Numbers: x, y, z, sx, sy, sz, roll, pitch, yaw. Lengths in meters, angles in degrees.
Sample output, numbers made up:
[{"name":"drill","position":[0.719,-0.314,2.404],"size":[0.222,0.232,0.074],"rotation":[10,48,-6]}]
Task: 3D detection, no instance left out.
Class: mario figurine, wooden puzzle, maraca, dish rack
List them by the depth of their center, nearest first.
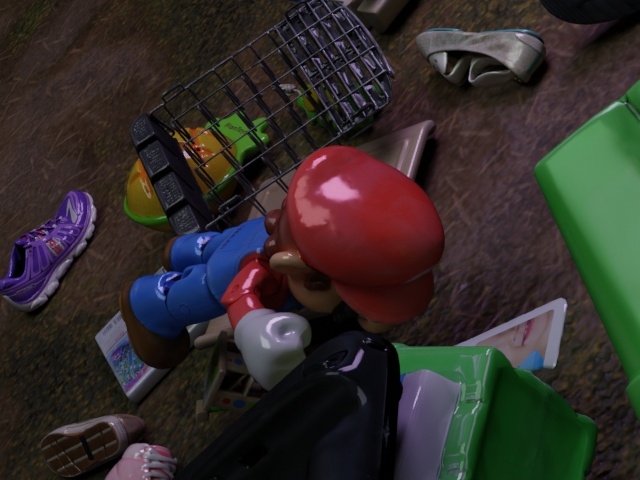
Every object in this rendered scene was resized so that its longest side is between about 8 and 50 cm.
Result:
[{"name":"mario figurine","position":[-0.018,0.044,1.142],"size":[0.320,0.170,0.198],"rotation":[-17,59,49]},{"name":"wooden puzzle","position":[0.000,0.000,1.349],"size":[0.221,0.044,0.239],"rotation":[-17,37,40]},{"name":"dish rack","position":[-0.053,-0.112,1.398],"size":[0.271,0.074,0.208],"rotation":[-34,50,6]},{"name":"maraca","position":[-0.135,-0.079,1.548],"size":[0.185,0.099,0.127],"rotation":[-43,41,-21]}]

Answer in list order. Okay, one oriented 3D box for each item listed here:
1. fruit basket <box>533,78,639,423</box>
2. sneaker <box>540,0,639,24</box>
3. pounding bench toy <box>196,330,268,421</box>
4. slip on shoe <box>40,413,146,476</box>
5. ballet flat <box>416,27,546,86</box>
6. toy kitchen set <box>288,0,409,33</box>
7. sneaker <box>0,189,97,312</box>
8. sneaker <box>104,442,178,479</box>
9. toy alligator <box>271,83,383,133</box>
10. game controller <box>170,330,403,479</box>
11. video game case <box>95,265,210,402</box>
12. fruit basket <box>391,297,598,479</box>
[{"name":"fruit basket","position":[0.344,0.014,0.769],"size":[0.392,0.283,0.392],"rotation":[-2,85,19]},{"name":"sneaker","position":[0.326,-0.311,1.264],"size":[0.319,0.112,0.131],"rotation":[-36,16,13]},{"name":"pounding bench toy","position":[-0.070,0.132,1.263],"size":[0.052,0.065,0.083],"rotation":[-93,22,-50]},{"name":"slip on shoe","position":[-0.223,0.197,1.395],"size":[0.135,0.051,0.041],"rotation":[-28,-5,43]},{"name":"ballet flat","position":[0.142,-0.173,1.357],"size":[0.168,0.057,0.052],"rotation":[7,70,54]},{"name":"toy kitchen set","position":[0.017,-0.337,1.586],"size":[0.122,0.166,0.207],"rotation":[-52,31,-9]},{"name":"sneaker","position":[-0.330,0.004,1.715],"size":[0.068,0.071,0.170],"rotation":[-5,49,48]},{"name":"sneaker","position":[-0.152,0.219,1.266],"size":[0.070,0.051,0.134],"rotation":[-57,28,-7]},{"name":"toy alligator","position":[0.008,-0.138,1.488],"size":[0.189,0.056,0.051],"rotation":[9,101,54]},{"name":"game controller","position":[-0.049,0.188,0.912],"size":[0.319,0.067,0.166],"rotation":[-45,36,42]},{"name":"video game case","position":[-0.159,0.078,1.471],"size":[0.157,0.019,0.143],"rotation":[-46,31,0]},{"name":"fruit basket","position":[0.008,0.211,0.976],"size":[0.353,0.165,0.327],"rotation":[-19,40,43]}]
